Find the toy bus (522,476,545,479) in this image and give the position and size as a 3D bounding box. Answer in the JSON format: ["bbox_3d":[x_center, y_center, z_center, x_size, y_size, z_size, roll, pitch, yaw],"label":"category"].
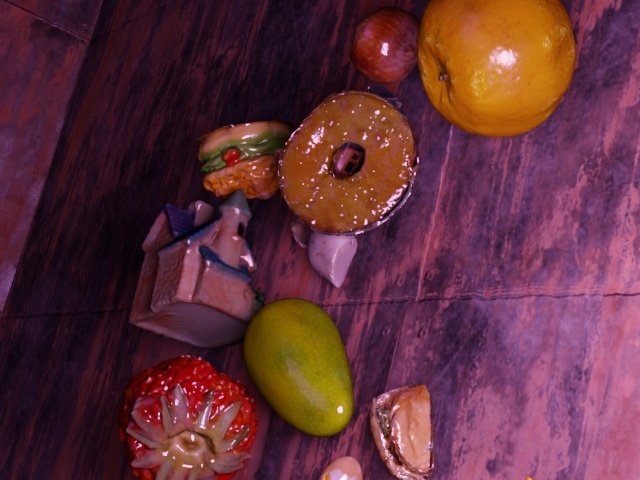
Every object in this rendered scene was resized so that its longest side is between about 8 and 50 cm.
[{"bbox_3d":[0.272,0.409,1.383,0.210,0.136,0.126,-57,34,11],"label":"toy bus"}]

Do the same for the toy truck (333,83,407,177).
[{"bbox_3d":[0.088,-0.208,2.063,0.192,0.092,0.083,-58,35,13],"label":"toy truck"}]

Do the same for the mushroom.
[{"bbox_3d":[0.000,0.000,2.059,0.225,0.093,0.116,45,130,50],"label":"mushroom"}]

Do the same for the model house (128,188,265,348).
[{"bbox_3d":[-0.233,0.048,2.217,0.312,0.245,0.280,-21,52,52],"label":"model house"}]

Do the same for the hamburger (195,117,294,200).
[{"bbox_3d":[-0.150,-0.160,2.264,0.237,0.237,0.149,-21,76,47],"label":"hamburger"}]

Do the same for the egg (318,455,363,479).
[{"bbox_3d":[0.037,0.403,1.776,0.071,0.071,0.083,24,88,57],"label":"egg"}]

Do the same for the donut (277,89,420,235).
[{"bbox_3d":[0.060,-0.141,1.962,0.272,0.107,0.272,0,90,13],"label":"donut"}]

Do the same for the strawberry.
[{"bbox_3d":[-0.264,0.343,2.103,0.292,0.292,0.343,-59,16,11],"label":"strawberry"}]

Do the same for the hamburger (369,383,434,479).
[{"bbox_3d":[0.118,0.304,1.699,0.087,0.102,0.176,-42,39,51],"label":"hamburger"}]

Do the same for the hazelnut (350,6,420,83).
[{"bbox_3d":[0.134,-0.385,2.080,0.154,0.143,0.143,-55,31,-13],"label":"hazelnut"}]

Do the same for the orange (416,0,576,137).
[{"bbox_3d":[0.284,-0.306,1.708,0.279,0.235,0.279,54,156,37],"label":"orange"}]

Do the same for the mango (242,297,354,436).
[{"bbox_3d":[-0.031,0.228,1.906,0.343,0.156,0.192,48,119,51],"label":"mango"}]
